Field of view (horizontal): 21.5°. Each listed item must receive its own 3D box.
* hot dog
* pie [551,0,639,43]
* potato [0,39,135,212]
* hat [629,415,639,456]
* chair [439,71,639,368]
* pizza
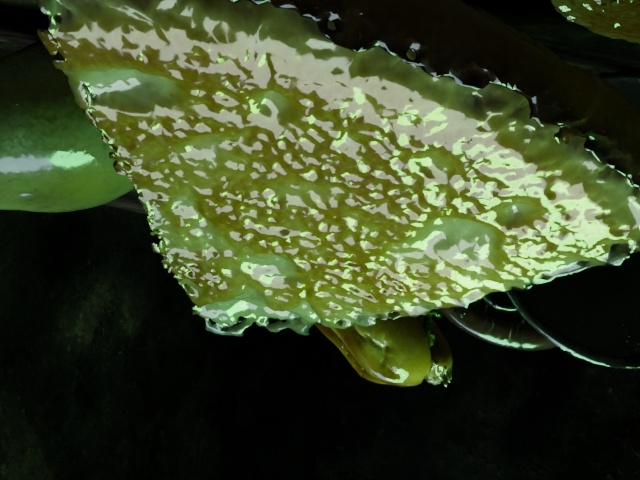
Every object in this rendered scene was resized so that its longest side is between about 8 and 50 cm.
[{"bbox_3d":[0.000,0.000,1.487,0.337,0.100,0.135,49,171,4],"label":"hot dog"},{"bbox_3d":[0.222,-0.130,0.896,0.195,0.046,0.195,8,177,0],"label":"pie"},{"bbox_3d":[-0.235,-0.100,1.483,0.235,0.178,0.160,-15,-129,-29],"label":"potato"},{"bbox_3d":[0.363,0.034,1.536,0.209,0.336,0.238,44,-164,-6],"label":"hat"},{"bbox_3d":[0.206,-0.007,1.436,0.226,0.226,0.401,10,176,-6],"label":"chair"},{"bbox_3d":[0.045,-0.062,1.125,0.392,0.080,0.435,1,148,17],"label":"pizza"}]
